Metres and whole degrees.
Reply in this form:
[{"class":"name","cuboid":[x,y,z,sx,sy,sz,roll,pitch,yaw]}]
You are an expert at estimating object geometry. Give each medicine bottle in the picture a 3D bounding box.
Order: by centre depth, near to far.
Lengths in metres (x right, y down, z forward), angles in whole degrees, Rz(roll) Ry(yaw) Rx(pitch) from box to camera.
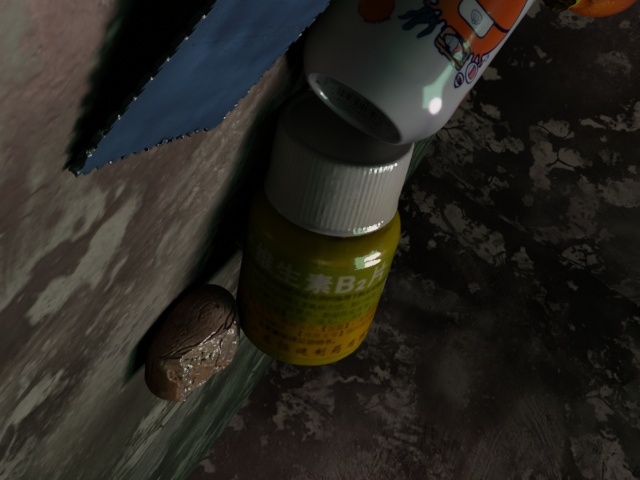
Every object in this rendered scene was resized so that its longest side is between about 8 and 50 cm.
[{"class":"medicine bottle","cuboid":[0.003,-0.012,1.175,0.224,0.224,0.384,-50,160,-46]}]

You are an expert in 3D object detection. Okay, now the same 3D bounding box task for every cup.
[{"class":"cup","cuboid":[0.130,-0.286,0.977,0.317,0.212,0.212,-55,173,-6]}]

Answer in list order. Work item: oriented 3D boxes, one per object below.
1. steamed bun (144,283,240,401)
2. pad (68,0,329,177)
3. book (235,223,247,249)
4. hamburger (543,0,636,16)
[{"class":"steamed bun","cuboid":[-0.188,0.154,1.203,0.175,0.106,0.145,-48,169,-40]},{"class":"pad","cuboid":[-0.067,-0.164,0.676,0.269,0.012,0.269,-42,180,23]},{"class":"book","cuboid":[-0.019,-0.126,1.411,0.379,0.031,0.264,-56,173,-6]},{"class":"hamburger","cuboid":[0.366,-0.494,1.144,0.330,0.250,0.330,-166,-90,-80]}]
